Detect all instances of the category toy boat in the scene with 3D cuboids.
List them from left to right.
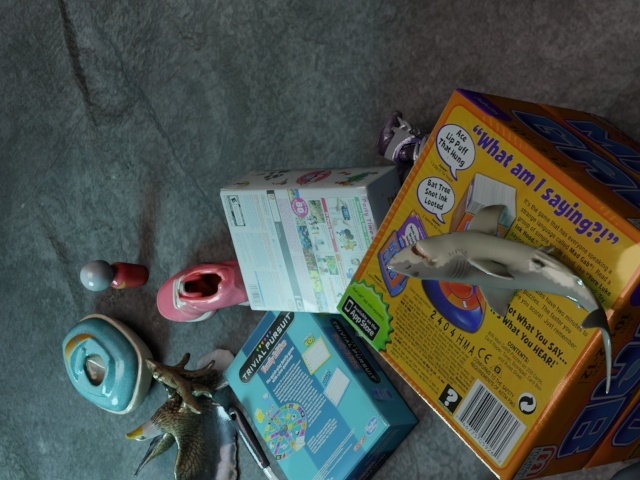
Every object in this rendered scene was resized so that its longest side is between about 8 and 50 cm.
[{"bbox_3d":[-0.455,0.193,2.472,0.268,0.148,0.318,20,102,43],"label":"toy boat"}]

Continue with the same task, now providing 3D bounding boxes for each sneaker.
[{"bbox_3d":[-0.235,0.086,2.270,0.314,0.136,0.115,-17,76,43],"label":"sneaker"}]

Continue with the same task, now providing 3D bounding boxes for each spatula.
[{"bbox_3d":[-0.081,0.426,2.139,0.084,0.030,0.296,-36,87,36],"label":"spatula"}]

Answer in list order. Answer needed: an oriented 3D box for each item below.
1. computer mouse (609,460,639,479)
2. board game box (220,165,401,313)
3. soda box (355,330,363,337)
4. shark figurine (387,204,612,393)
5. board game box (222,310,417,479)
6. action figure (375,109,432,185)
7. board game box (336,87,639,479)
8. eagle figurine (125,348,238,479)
[{"bbox_3d":[0.470,0.331,1.579,0.272,0.072,0.188,-35,44,37],"label":"computer mouse"},{"bbox_3d":[0.000,0.000,1.934,0.303,0.097,0.224,1,114,38],"label":"board game box"},{"bbox_3d":[0.102,0.082,1.999,0.060,0.053,0.168,3,91,44],"label":"soda box"},{"bbox_3d":[0.234,0.060,1.368,0.278,0.166,0.116,23,131,25],"label":"shark figurine"},{"bbox_3d":[-0.009,0.275,2.082,0.253,0.079,0.336,-55,54,28],"label":"board game box"},{"bbox_3d":[0.193,-0.110,1.836,0.099,0.185,0.285,-56,35,-1],"label":"action figure"},{"bbox_3d":[0.317,0.055,1.579,0.356,0.356,0.356,45,119,36],"label":"board game box"},{"bbox_3d":[-0.270,0.364,2.293,0.226,0.225,0.298,-82,-10,-54],"label":"eagle figurine"}]
